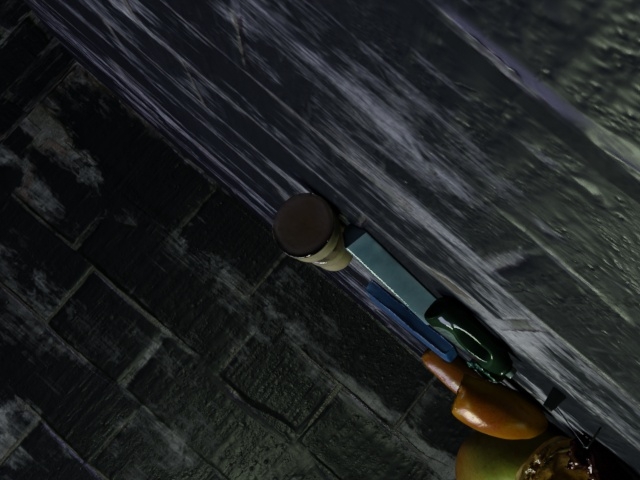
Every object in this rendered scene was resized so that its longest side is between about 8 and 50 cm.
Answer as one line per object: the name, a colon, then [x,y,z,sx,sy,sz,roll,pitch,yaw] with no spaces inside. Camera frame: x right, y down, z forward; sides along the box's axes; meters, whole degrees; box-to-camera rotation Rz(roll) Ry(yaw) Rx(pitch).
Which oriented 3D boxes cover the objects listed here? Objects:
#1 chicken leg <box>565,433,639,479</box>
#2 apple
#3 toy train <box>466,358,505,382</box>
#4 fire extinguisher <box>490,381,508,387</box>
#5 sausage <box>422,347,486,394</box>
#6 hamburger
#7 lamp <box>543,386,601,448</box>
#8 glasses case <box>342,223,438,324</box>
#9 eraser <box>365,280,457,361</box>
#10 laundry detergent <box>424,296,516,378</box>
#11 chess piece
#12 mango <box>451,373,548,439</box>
chicken leg: [0.678,0.589,1.819,0.158,0.096,0.407,13,-142,-48]
apple: [0.537,0.655,2.292,0.338,0.338,0.305,41,-171,-3]
toy train: [0.403,0.310,2.064,0.071,0.038,0.148,38,175,-1]
fire extinguisher: [0.491,0.398,2.254,0.083,0.025,0.038,40,138,2]
sausage: [0.407,0.399,2.509,0.238,0.098,0.098,41,175,11]
hamburger: [0.584,0.584,2.021,0.244,0.244,0.163,42,179,-9]
lamp: [0.484,0.345,1.644,0.121,0.054,0.041,40,175,19]
glasses case: [0.150,0.075,1.807,0.266,0.056,0.105,43,174,-22]
eraser: [0.263,0.239,2.467,0.312,0.042,0.144,39,174,22]
laundry detergent: [0.307,0.200,1.674,0.211,0.063,0.137,41,169,-4]
chess piece: [0.000,0.000,1.870,0.143,0.142,0.261,39,179,23]
mango: [0.441,0.417,2.078,0.252,0.126,0.154,21,-176,-7]
